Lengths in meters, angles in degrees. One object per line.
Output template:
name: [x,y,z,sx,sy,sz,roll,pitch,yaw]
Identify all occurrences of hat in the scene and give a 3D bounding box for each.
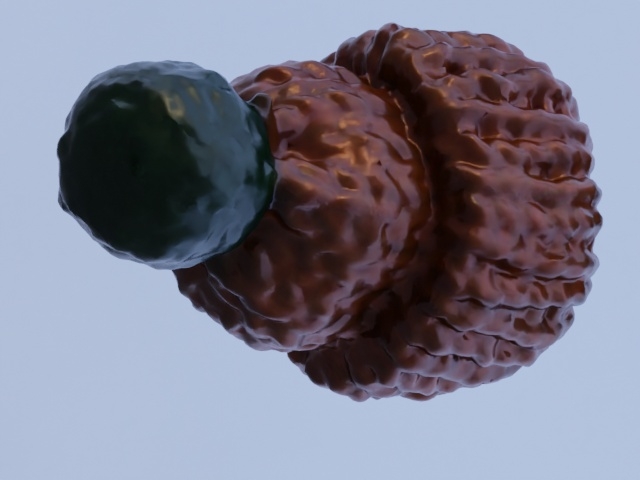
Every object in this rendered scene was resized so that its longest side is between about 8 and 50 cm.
hat: [0.000,0.000,1.106,0.285,0.400,0.285,11,-75,43]
